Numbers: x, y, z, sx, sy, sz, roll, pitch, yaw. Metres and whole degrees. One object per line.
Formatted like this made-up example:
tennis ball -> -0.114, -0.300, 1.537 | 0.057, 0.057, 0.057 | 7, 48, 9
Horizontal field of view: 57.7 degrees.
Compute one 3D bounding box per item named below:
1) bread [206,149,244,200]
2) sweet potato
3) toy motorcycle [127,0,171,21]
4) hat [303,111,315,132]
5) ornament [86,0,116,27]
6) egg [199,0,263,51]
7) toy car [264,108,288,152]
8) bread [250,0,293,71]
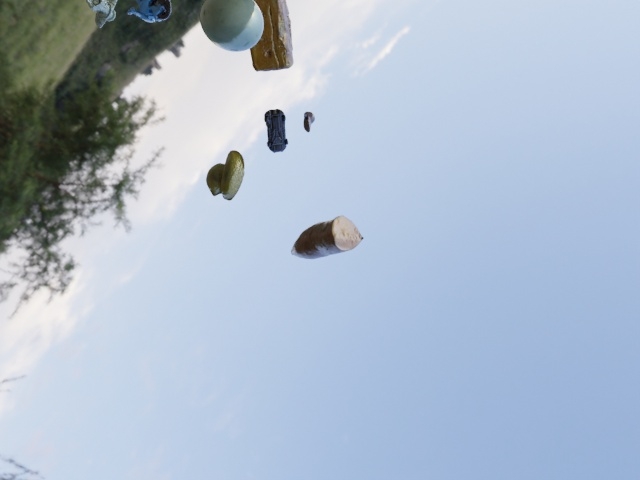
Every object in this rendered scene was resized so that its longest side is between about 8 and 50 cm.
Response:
bread -> -0.358, -0.249, 2.135 | 0.150, 0.065, 0.187 | 22, -84, 25
sweet potato -> -0.002, -0.001, 1.938 | 0.337, 0.131, 0.131 | -14, -137, 57
toy motorcycle -> -0.593, -0.861, 1.968 | 0.182, 0.271, 0.124 | -14, -178, 36
hat -> -0.044, -0.499, 2.442 | 0.042, 0.086, 0.058 | -10, -174, -22
ornament -> -0.457, -0.486, 1.223 | 0.068, 0.041, 0.092 | -61, -175, -21
egg -> -0.232, -0.570, 1.507 | 0.192, 0.149, 0.149 | 33, -101, 36
toy car -> -0.211, -0.519, 2.743 | 0.103, 0.216, 0.063 | -9, -148, -10
bread -> -0.197, -0.778, 2.150 | 0.167, 0.294, 0.132 | 1, -152, 15
